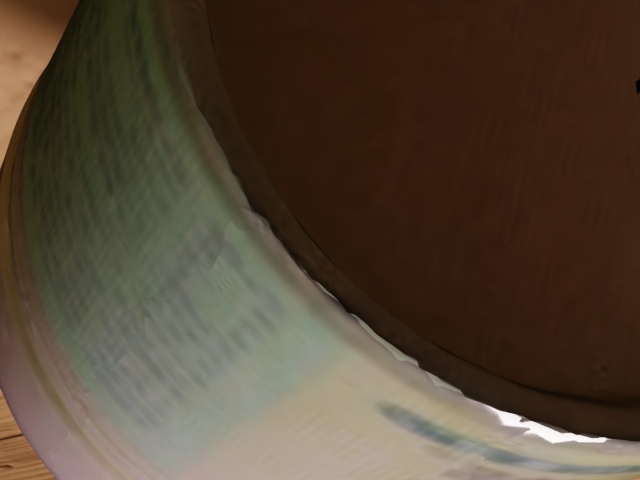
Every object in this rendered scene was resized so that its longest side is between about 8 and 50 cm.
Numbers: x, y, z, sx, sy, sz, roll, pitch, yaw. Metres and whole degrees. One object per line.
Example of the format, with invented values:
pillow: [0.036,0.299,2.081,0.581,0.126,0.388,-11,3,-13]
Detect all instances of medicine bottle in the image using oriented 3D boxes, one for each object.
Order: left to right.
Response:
medicine bottle: [0.000,0.000,0.564,0.235,0.236,0.406,24,154,-12]
